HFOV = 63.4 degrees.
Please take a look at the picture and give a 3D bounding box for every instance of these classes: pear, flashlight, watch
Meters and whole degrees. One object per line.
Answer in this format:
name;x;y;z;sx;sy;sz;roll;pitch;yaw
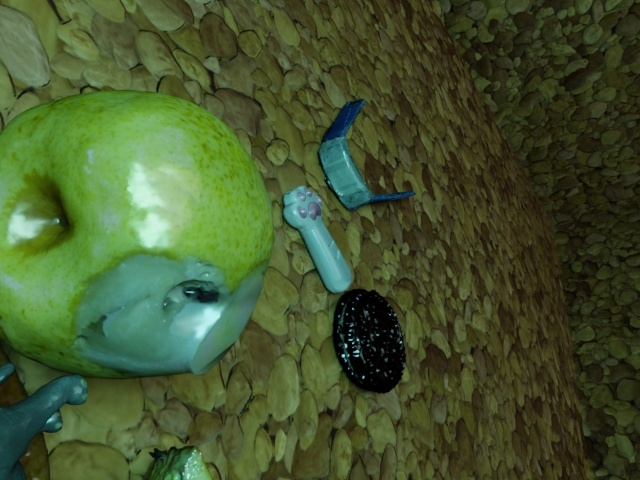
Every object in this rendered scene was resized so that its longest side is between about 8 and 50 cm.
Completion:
pear;-0.167;-0.005;0.475;0.271;0.271;0.271;31;49;-44
flashlight;0.000;0.000;0.900;0.200;0.047;0.093;63;33;-9
watch;0.105;-0.144;1.126;0.276;0.068;0.274;56;31;-20

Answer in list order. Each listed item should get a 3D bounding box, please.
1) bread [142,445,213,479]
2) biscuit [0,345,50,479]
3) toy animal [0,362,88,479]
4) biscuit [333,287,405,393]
bread;-0.138;0.315;0.434;0.134;0.129;0.260;39;39;-16
biscuit;-0.326;0.161;0.330;0.262;0.052;0.277;65;31;-13
toy animal;-0.214;0.221;0.357;0.137;0.082;0.269;1;79;-56
biscuit;0.091;0.178;0.932;0.194;0.053;0.194;30;50;-44
